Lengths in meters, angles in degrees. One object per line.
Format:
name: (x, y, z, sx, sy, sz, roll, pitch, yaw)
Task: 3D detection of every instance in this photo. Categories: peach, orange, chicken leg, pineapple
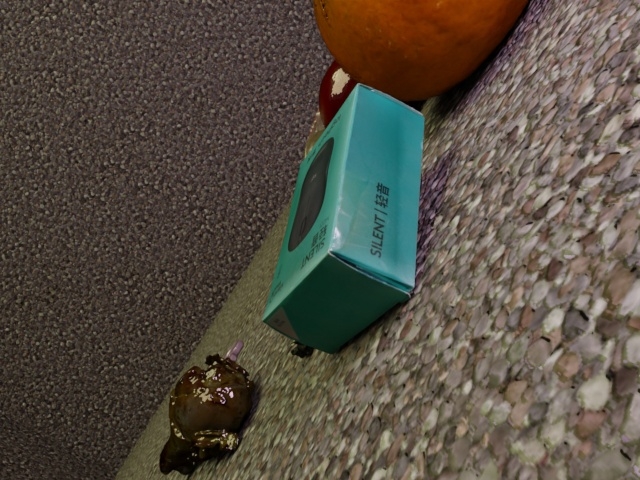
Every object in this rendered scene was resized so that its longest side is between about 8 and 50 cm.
peach: (0.095, -0.325, 1.285, 0.244, 0.199, 0.243, -15, 50, 19)
orange: (0.169, -0.446, 0.967, 0.423, 0.326, 0.424, -57, 9, 15)
chicken leg: (-0.243, 0.337, 1.140, 0.361, 0.140, 0.211, -41, 27, 51)
pineapple: (-0.017, 0.134, 0.924, 0.058, 0.058, 0.124, -47, 27, 50)

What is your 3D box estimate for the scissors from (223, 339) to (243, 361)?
scissors: (-0.295, 0.377, 1.645, 0.242, 0.031, 0.118, -49, 11, 36)

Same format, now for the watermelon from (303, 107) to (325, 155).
watermelon: (0.076, -0.350, 1.585, 0.318, 0.226, 0.148, -40, -10, 30)

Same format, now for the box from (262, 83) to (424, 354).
box: (0.035, -0.033, 0.781, 0.205, 0.118, 0.311, 130, 157, -50)

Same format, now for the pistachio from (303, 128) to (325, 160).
pistachio: (0.035, -0.166, 1.374, 0.137, 0.153, 0.237, 119, 149, -65)

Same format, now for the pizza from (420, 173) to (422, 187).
pizza: (0.113, -0.053, 0.860, 0.099, 0.036, 0.160, -48, 13, 49)
